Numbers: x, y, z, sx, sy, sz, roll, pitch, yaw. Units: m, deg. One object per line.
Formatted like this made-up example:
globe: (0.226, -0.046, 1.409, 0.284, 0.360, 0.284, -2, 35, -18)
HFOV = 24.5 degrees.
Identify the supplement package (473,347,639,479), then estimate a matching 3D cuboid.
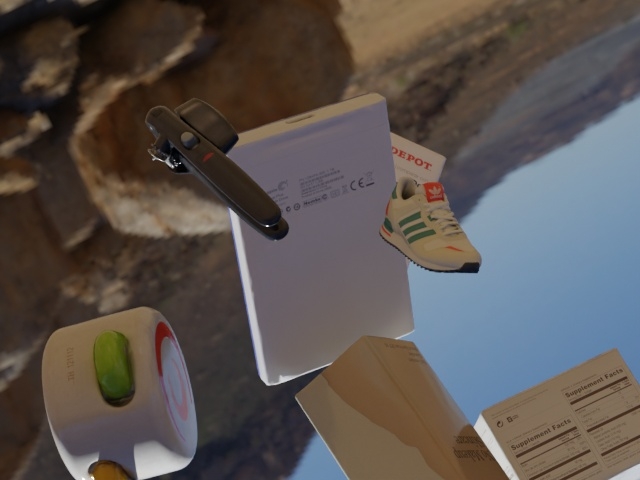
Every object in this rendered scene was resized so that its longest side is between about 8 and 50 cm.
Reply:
supplement package: (0.299, 0.282, 1.887, 0.204, 0.145, 0.262, -23, 159, -17)

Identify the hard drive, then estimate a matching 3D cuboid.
hard drive: (0.000, 0.000, 1.783, 0.210, 0.319, 0.040, -19, -152, -20)

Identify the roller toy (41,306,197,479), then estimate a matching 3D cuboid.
roller toy: (-0.233, 0.184, 1.688, 0.146, 0.209, 0.191, -15, -162, 6)

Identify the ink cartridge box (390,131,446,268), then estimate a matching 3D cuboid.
ink cartridge box: (0.053, -0.039, 2.295, 0.115, 0.198, 0.273, 136, -24, -67)

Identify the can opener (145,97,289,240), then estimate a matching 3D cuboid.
can opener: (-0.091, -0.064, 1.286, 0.073, 0.186, 0.059, -44, 143, 0)

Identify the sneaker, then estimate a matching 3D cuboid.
sneaker: (0.115, -0.019, 1.528, 0.057, 0.075, 0.161, 1, -162, -27)

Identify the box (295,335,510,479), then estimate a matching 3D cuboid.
box: (0.122, 0.270, 1.710, 0.121, 0.311, 0.148, -43, 157, 17)
